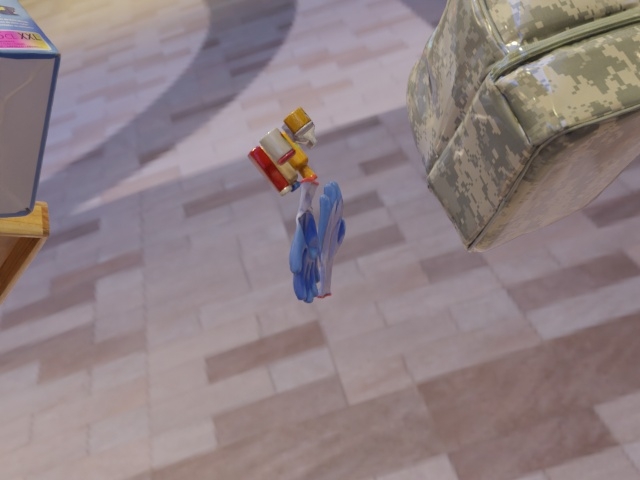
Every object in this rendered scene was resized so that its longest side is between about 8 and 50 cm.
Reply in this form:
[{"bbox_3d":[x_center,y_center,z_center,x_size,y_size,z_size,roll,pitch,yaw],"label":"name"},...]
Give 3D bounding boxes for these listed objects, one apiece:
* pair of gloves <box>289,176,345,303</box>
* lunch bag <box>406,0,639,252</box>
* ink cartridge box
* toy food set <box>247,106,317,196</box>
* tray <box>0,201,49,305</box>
[{"bbox_3d":[0.000,0.000,1.592,0.023,0.159,0.198,4,0,17],"label":"pair of gloves"},{"bbox_3d":[0.213,-0.172,1.308,0.213,0.256,0.305,-23,-17,-20],"label":"lunch bag"},{"bbox_3d":[-0.539,-0.245,1.845,0.151,0.270,0.395,-3,34,-35],"label":"ink cartridge box"},{"bbox_3d":[-0.049,-0.144,2.140,0.111,0.104,0.232,-39,1,-15],"label":"toy food set"},{"bbox_3d":[-0.662,0.039,2.298,0.203,0.076,0.411,4,-27,-29],"label":"tray"}]
